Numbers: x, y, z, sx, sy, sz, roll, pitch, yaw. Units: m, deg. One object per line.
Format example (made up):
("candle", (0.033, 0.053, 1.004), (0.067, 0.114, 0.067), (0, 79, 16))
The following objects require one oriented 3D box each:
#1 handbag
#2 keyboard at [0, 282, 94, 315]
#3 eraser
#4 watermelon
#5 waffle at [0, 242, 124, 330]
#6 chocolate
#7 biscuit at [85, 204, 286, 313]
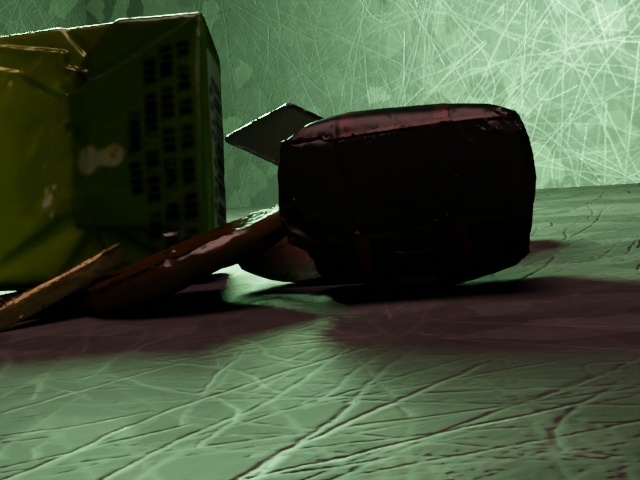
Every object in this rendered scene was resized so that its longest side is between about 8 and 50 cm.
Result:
("handbag", (0.081, -0.033, 1.009), (0.215, 0.155, 0.169), (-6, -10, 12))
("keyboard", (-0.300, 0.065, 1.089), (0.106, 0.016, 0.262), (-2, 5, 38))
("eraser", (0.063, -0.076, 1.385), (0.353, 0.077, 0.111), (25, 3, 1))
("watermelon", (-0.002, 0.011, 1.154), (0.155, 0.080, 0.101), (-27, -11, 4))
("waffle", (-0.254, 0.050, 1.059), (0.153, 0.023, 0.097), (-32, 5, -37))
("chocolate", (-0.249, -0.092, 1.348), (0.289, 0.300, 0.137), (-4, -10, 13))
("biscuit", (-0.116, 0.017, 1.072), (0.212, 0.036, 0.212), (-22, 6, 2))
